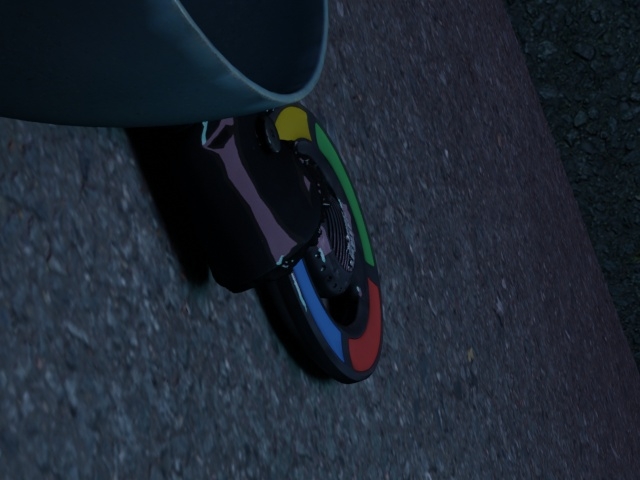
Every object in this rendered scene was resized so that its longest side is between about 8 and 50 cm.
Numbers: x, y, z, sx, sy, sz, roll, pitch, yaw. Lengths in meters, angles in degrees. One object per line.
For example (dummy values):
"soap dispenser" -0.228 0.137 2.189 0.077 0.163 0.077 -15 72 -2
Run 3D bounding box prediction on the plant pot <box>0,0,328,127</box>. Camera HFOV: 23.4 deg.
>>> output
"plant pot" -0.142 -0.173 0.681 0.290 0.195 0.290 -16 90 -73

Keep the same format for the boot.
"boot" -0.072 -0.062 0.964 0.246 0.094 0.207 -69 136 -72

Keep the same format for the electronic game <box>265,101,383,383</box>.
"electronic game" 0.000 0.000 1.209 0.229 0.048 0.229 -17 90 -73
